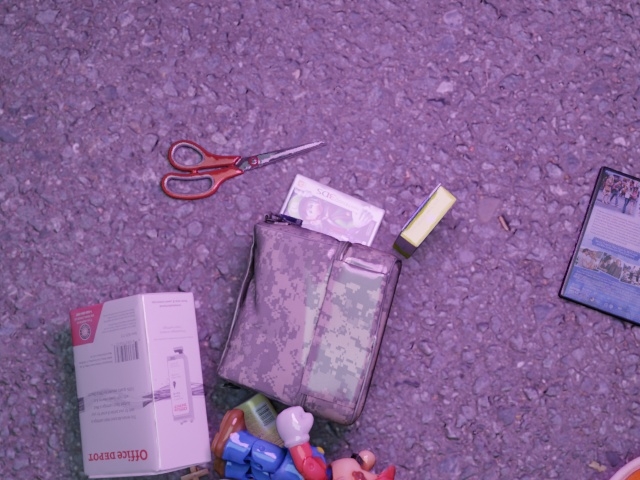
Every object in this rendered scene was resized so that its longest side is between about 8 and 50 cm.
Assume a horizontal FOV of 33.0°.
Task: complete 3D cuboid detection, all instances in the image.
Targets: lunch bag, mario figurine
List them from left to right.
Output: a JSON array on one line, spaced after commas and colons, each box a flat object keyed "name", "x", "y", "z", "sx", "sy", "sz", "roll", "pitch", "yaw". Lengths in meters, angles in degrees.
[{"name": "lunch bag", "x": -0.020, "y": 0.126, "z": 1.788, "sx": 0.256, "sy": 0.212, "sz": 0.305, "roll": 15, "pitch": 91, "yaw": 5}, {"name": "mario figurine", "x": -0.003, "y": 0.359, "z": 1.739, "sx": 0.320, "sy": 0.198, "sz": 0.170, "roll": 20, "pitch": 89, "yaw": 13}]

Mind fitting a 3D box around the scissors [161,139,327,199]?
[{"name": "scissors", "x": -0.136, "y": -0.127, "z": 1.935, "sx": 0.297, "sy": 0.021, "sz": 0.109, "roll": 0, "pitch": 80, "yaw": -2}]

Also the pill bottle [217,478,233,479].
[{"name": "pill bottle", "x": -0.075, "y": 0.575, "z": 1.679, "sx": 0.229, "sy": 0.229, "sz": 0.407, "roll": -43, "pitch": 60, "yaw": -6}]

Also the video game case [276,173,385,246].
[{"name": "video game case", "x": 0.000, "y": 0.000, "z": 1.915, "sx": 0.173, "sy": 0.022, "sz": 0.190, "roll": 23, "pitch": 82, "yaw": 2}]

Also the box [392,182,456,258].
[{"name": "box", "x": 0.176, "y": -0.032, "z": 1.844, "sx": 0.042, "sy": 0.178, "sz": 0.109, "roll": 39, "pitch": 83, "yaw": 4}]

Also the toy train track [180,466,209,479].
[{"name": "toy train track", "x": -0.211, "y": 0.419, "z": 1.857, "sx": 0.048, "sy": 0.014, "sz": 0.083, "roll": -16, "pitch": 88, "yaw": -11}]

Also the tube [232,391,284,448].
[{"name": "tube", "x": -0.065, "y": 0.373, "z": 1.848, "sx": 0.070, "sy": 0.062, "sz": 0.240, "roll": -33, "pitch": 88, "yaw": 39}]

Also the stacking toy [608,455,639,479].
[{"name": "stacking toy", "x": 0.645, "y": 0.476, "z": 1.611, "sx": 0.350, "sy": 0.480, "sz": 0.351, "roll": 3, "pitch": 75, "yaw": -13}]

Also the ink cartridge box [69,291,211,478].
[{"name": "ink cartridge box", "x": -0.300, "y": 0.238, "z": 1.780, "sx": 0.207, "sy": 0.117, "sz": 0.283, "roll": -13, "pitch": 81, "yaw": 42}]

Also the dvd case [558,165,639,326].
[{"name": "dvd case", "x": 0.546, "y": 0.013, "z": 1.925, "sx": 0.180, "sy": 0.022, "sz": 0.253, "roll": 20, "pitch": 82, "yaw": 3}]
